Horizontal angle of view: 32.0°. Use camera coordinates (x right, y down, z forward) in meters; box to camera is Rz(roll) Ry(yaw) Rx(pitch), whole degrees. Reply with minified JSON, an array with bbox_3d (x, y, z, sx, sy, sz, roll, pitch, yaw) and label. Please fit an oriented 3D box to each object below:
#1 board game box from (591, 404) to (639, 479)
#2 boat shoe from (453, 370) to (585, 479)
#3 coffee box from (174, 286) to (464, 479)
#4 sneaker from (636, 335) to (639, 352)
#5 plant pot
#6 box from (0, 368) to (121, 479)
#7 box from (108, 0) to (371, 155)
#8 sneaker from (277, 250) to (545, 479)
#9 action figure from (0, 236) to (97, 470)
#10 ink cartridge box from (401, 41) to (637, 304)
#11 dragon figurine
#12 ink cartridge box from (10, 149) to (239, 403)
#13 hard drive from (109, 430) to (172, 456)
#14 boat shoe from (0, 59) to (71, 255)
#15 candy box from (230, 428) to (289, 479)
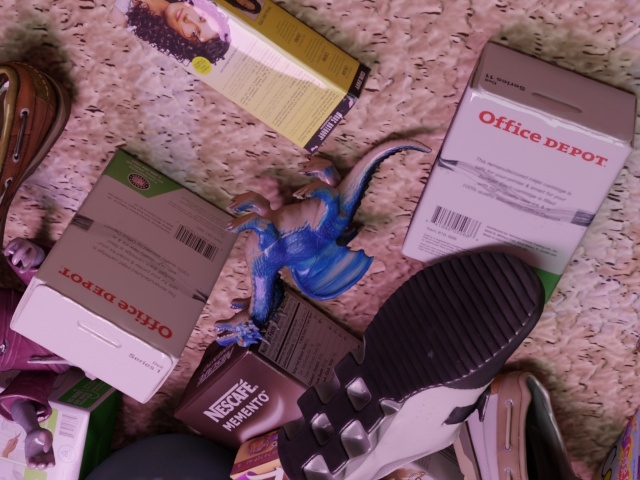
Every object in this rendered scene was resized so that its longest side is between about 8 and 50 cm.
[{"bbox_3d":[0.370,0.338,1.262,0.142,0.144,0.275,19,131,3],"label":"board game box"},{"bbox_3d":[0.232,0.288,1.197,0.103,0.113,0.302,-32,73,38],"label":"boat shoe"},{"bbox_3d":[0.007,0.206,1.289,0.297,0.119,0.168,36,131,-12],"label":"coffee box"},{"bbox_3d":[0.410,0.138,1.147,0.188,0.066,0.071,39,147,-8],"label":"sneaker"},{"bbox_3d":[-0.179,0.348,1.358,0.290,0.195,0.290,-2,116,-4],"label":"plant pot"},{"bbox_3d":[-0.400,0.289,1.421,0.231,0.127,0.262,13,103,8],"label":"box"},{"bbox_3d":[-0.074,-0.181,1.034,0.232,0.058,0.087,32,131,-10],"label":"box"},{"bbox_3d":[0.110,0.133,1.105,0.146,0.122,0.330,17,131,-43],"label":"sneaker"},{"bbox_3d":[-0.398,0.115,1.307,0.370,0.248,0.275,12,176,-25],"label":"action figure"},{"bbox_3d":[0.181,-0.059,1.031,0.153,0.087,0.208,21,133,1],"label":"ink cartridge box"},{"bbox_3d":[0.000,0.000,1.131,0.289,0.085,0.144,-29,117,9],"label":"dragon figurine"},{"bbox_3d":[-0.194,0.034,1.145,0.160,0.219,0.092,32,131,-8],"label":"ink cartridge box"},{"bbox_3d":[-0.245,0.318,1.483,0.135,0.022,0.094,-21,94,10],"label":"hard drive"},{"bbox_3d":[-0.366,-0.043,1.113,0.110,0.104,0.307,27,95,10],"label":"boat shoe"},{"bbox_3d":[0.003,0.284,1.240,0.109,0.053,0.187,-26,119,36],"label":"candy box"}]
